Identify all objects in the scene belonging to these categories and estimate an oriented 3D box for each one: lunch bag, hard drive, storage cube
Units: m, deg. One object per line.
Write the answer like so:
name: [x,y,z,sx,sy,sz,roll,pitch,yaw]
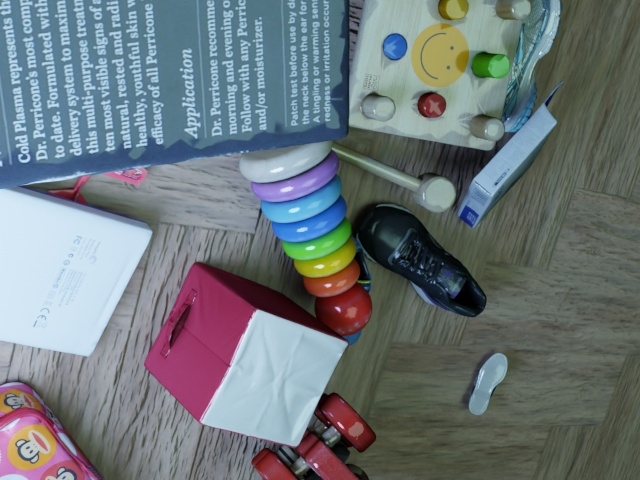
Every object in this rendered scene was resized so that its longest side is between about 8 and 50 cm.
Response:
lunch bag: [-0.439,0.367,1.414,0.258,0.120,0.293,-37,124,-12]
hard drive: [-0.403,0.031,1.323,0.319,0.040,0.210,18,109,-38]
storage cube: [-0.108,0.168,1.506,0.215,0.193,0.183,24,94,-38]

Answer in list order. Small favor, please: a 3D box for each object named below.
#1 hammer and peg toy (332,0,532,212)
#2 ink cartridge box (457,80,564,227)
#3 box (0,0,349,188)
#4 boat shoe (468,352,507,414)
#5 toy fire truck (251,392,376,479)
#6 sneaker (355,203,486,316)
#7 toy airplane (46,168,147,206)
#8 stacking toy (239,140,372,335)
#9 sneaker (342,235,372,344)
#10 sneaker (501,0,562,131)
hammer and peg toy: [0.156,-0.223,1.527,0.266,0.127,0.361,8,100,-20]
ink cartridge box: [0.323,-0.135,1.688,0.224,0.045,0.223,-48,171,-8]
box: [-0.279,-0.259,0.989,0.472,0.480,0.297,-9,113,-22]
boat shoe: [0.316,0.271,1.939,0.046,0.038,0.125,22,90,3]
toy fire truck: [0.038,0.385,1.604,0.169,0.302,0.254,-42,88,-10]
sneaker: [0.181,0.035,1.694,0.283,0.124,0.107,36,86,-38]
toy airplane: [-0.309,-0.091,1.366,0.151,0.028,0.151,-12,115,-29]
stacking toy: [0.000,0.000,1.519,0.141,0.141,0.330,-31,115,-21]
sneaker: [0.046,0.089,1.652,0.069,0.082,0.209,-21,121,-29]
sneaker: [0.299,-0.315,1.647,0.122,0.110,0.283,2,106,-28]
